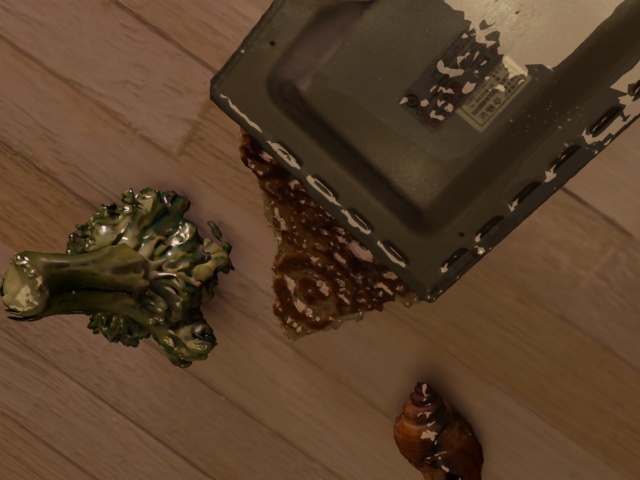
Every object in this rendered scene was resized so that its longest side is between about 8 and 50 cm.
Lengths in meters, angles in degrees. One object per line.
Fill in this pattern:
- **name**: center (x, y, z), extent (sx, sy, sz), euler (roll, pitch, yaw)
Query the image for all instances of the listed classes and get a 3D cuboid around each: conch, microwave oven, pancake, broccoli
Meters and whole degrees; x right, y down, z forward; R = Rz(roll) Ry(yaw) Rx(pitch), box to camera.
- **conch**: center (0.142, 0.245, 0.971), extent (0.080, 0.086, 0.232), euler (-39, 113, -18)
- **microwave oven**: center (0.166, -0.216, 0.659), extent (0.236, 0.374, 0.432), euler (42, 117, -3)
- **pancake**: center (0.000, 0.000, 0.947), extent (0.266, 0.057, 0.244), euler (34, 121, 5)
- **broccoli**: center (-0.200, 0.066, 0.886), extent (0.177, 0.275, 0.198), euler (-35, 98, 18)
